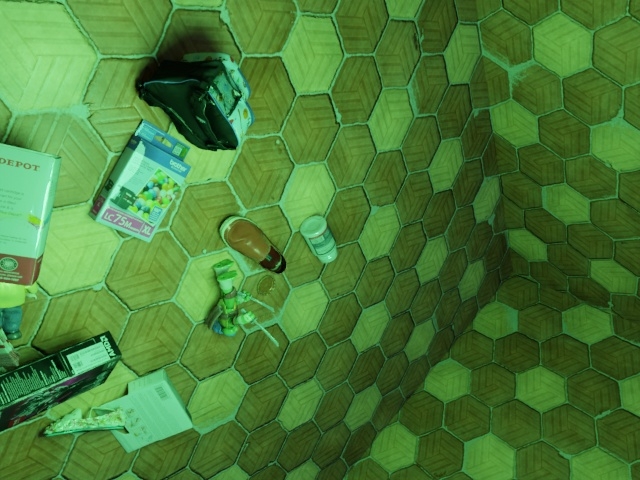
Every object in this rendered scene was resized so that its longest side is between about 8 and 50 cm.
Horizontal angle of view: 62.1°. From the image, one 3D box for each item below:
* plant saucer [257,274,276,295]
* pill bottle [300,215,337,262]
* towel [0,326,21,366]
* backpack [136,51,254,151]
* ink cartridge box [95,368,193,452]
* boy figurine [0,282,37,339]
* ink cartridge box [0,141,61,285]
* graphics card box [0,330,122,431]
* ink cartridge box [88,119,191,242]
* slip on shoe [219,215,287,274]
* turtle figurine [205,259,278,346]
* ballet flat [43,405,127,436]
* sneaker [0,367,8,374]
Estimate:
[{"bbox_3d":[-0.206,0.170,2.017,0.083,0.013,0.083,-22,125,-35],"label":"plant saucer"},{"bbox_3d":[0.000,0.000,2.065,0.108,0.108,0.180,-45,136,-19],"label":"pill bottle"},{"bbox_3d":[-0.871,0.191,1.224,0.237,0.037,0.329,-3,132,-3],"label":"towel"},{"bbox_3d":[-0.315,-0.377,1.473,0.213,0.277,0.263,-56,143,-27],"label":"backpack"},{"bbox_3d":[-0.596,0.586,1.813,0.239,0.060,0.275,-20,127,-7],"label":"ink cartridge box"},{"bbox_3d":[-0.809,0.117,1.338,0.177,0.092,0.285,-4,112,-43],"label":"boy figurine"},{"bbox_3d":[-0.737,-0.069,1.205,0.226,0.131,0.306,13,94,-19],"label":"ink cartridge box"},{"bbox_3d":[-0.745,0.390,1.429,0.371,0.094,0.233,-22,162,-45],"label":"graphics card box"},{"bbox_3d":[-0.500,-0.165,1.524,0.186,0.065,0.311,30,86,-48],"label":"ink cartridge box"},{"bbox_3d":[-0.224,0.021,1.860,0.123,0.101,0.331,-53,136,-8],"label":"slip on shoe"},{"bbox_3d":[-0.266,0.204,1.847,0.198,0.275,0.266,-63,149,-57],"label":"turtle figurine"},{"bbox_3d":[-0.727,0.559,1.654,0.241,0.091,0.077,6,67,-35],"label":"ballet flat"},{"bbox_3d":[-0.931,0.386,1.374,0.232,0.090,0.115,2,133,-51],"label":"sneaker"}]
